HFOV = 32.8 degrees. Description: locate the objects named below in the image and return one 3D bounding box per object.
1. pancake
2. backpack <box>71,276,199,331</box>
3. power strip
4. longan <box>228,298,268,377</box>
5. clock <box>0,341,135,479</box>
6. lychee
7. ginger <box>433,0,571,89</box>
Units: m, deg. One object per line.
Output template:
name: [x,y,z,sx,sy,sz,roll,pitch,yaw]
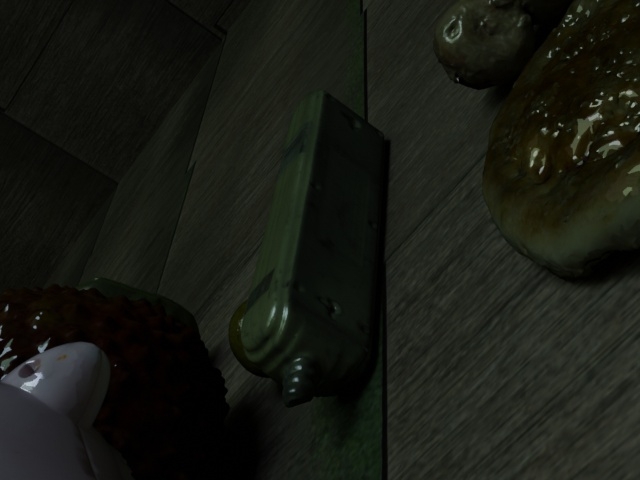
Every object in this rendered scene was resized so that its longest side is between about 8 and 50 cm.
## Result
pancake: [0.184,-0.102,0.633,0.282,0.049,0.282,-51,14,19]
backpack: [-0.240,0.143,1.126,0.253,0.207,0.140,-36,41,34]
power strip: [0.000,0.000,0.887,0.066,0.092,0.387,-48,18,31]
longan: [-0.034,0.078,0.898,0.083,0.075,0.075,-1,45,19]
clock: [-0.222,0.239,0.540,0.368,0.250,0.376,-31,42,20]
lychee: [-0.205,0.165,0.861,0.276,0.275,0.304,-45,-14,35]
ginger: [0.161,-0.205,0.828,0.204,0.080,0.104,-57,-16,0]
